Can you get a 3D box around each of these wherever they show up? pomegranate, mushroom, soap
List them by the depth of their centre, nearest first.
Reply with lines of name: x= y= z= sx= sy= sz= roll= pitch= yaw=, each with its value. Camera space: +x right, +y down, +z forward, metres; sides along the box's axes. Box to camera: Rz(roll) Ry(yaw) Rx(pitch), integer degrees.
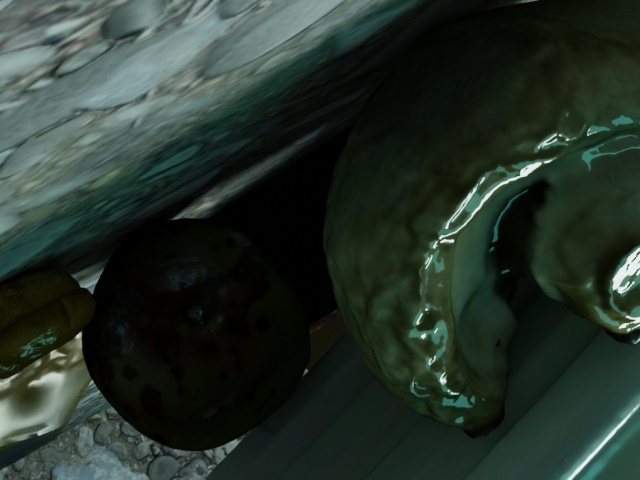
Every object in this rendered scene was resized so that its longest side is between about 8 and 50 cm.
mushroom: x=0.107 y=-0.046 z=0.745 sx=0.267 sy=0.164 sz=0.189 roll=-36 pitch=-142 yaw=15
soap: x=0.075 y=0.137 z=0.840 sx=0.347 sy=0.115 sz=0.208 roll=-47 pitch=-145 yaw=0
pomegranate: x=-0.074 y=0.053 z=0.875 sx=0.148 sy=0.148 sz=0.169 roll=-30 pitch=-171 yaw=8

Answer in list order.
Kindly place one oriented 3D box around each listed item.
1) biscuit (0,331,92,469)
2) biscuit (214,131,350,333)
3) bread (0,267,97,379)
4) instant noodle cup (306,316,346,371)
biscuit: x=-0.304 y=0.150 z=0.920 sx=0.329 sy=0.078 sz=0.335 roll=-22 pitch=170 yaw=-35
biscuit: x=0.000 y=0.000 z=0.982 sx=0.252 sy=0.106 sz=0.070 roll=-32 pitch=174 yaw=23
bread: x=-0.168 y=0.047 z=0.794 sx=0.083 sy=0.046 sz=0.081 roll=-33 pitch=178 yaw=24
instant noodle cup: x=0.037 y=0.030 z=1.365 sx=0.274 sy=0.091 sz=0.274 roll=-51 pitch=-162 yaw=24
